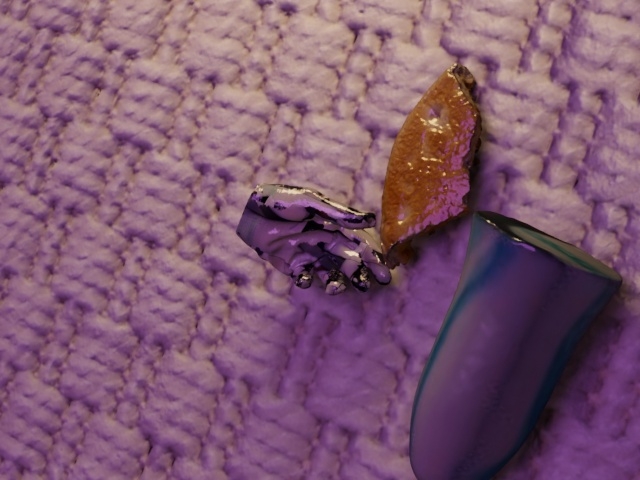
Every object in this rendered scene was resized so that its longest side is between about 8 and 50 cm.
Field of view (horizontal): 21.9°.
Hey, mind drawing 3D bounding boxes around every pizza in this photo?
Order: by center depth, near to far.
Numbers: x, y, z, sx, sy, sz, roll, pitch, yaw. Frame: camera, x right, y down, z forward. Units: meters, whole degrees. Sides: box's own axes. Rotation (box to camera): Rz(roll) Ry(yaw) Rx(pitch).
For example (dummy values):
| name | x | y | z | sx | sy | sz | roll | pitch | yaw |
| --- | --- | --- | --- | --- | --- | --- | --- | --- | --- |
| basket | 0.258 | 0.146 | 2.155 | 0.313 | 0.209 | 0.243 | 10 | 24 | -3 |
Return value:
| name | x | y | z | sx | sy | sz | roll | pitch | yaw |
| --- | --- | --- | --- | --- | --- | --- | --- | --- | --- |
| pizza | 0.141 | -0.093 | 2.065 | 0.134 | 0.056 | 0.271 | 2 | 73 | 37 |

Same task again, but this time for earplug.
| name | x | y | z | sx | sy | sz | roll | pitch | yaw |
| --- | --- | --- | --- | --- | --- | --- | --- | --- | --- |
| earplug | 0.193 | 0.146 | 1.899 | 0.185 | 0.185 | 0.324 | 33 | 103 | 38 |

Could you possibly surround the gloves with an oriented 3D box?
| name | x | y | z | sx | sy | sz | roll | pitch | yaw |
| --- | --- | --- | --- | --- | --- | --- | --- | --- | --- |
| gloves | 0.000 | 0.002 | 2.124 | 0.212 | 0.111 | 0.127 | 28 | 90 | 10 |
